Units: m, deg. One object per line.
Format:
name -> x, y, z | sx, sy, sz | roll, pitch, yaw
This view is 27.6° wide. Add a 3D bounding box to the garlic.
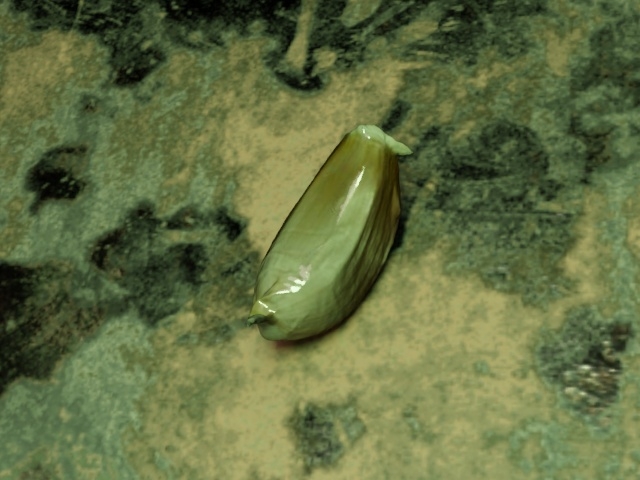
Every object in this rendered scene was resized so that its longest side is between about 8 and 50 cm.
garlic -> -0.005, 0.011, 0.998 | 0.090, 0.128, 0.198 | 32, 66, 13
